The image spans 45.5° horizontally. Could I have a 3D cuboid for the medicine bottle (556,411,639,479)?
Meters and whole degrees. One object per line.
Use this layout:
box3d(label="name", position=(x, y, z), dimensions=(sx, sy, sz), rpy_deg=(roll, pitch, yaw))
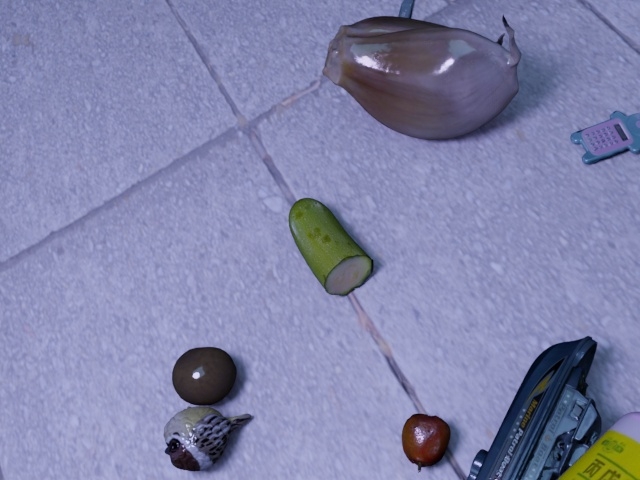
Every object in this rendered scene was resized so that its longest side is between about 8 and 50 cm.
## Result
box3d(label="medicine bottle", position=(0.395, 0.340, 0.918), dimensions=(0.379, 0.213, 0.213), rpy_deg=(-41, 59, -8))

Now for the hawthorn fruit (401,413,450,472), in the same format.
box3d(label="hawthorn fruit", position=(0.153, 0.288, 1.103), dimensions=(0.077, 0.077, 0.077), rpy_deg=(-7, 61, 13))

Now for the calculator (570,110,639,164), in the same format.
box3d(label="calculator", position=(0.498, -0.177, 1.281), dimensions=(0.141, 0.019, 0.094), rpy_deg=(-20, 56, 6))

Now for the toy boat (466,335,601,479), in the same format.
box3d(label="toy boat", position=(0.309, 0.257, 1.045), dimensions=(0.122, 0.114, 0.296), rpy_deg=(24, 72, 33))

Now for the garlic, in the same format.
box3d(label="garlic", position=(0.206, -0.318, 1.321), dimensions=(0.340, 0.246, 0.231), rpy_deg=(-2, 49, 33))

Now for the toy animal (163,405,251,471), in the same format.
box3d(label="toy animal", position=(-0.173, 0.308, 1.179), dimensions=(0.137, 0.098, 0.098), rpy_deg=(-2, 60, -9))

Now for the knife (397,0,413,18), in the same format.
box3d(label="knife", position=(0.175, -0.478, 1.543), dimensions=(0.028, 0.015, 0.210), rpy_deg=(8, 66, 13))

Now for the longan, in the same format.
box3d(label="longan", position=(-0.187, 0.215, 1.230), dimensions=(0.113, 0.092, 0.113), rpy_deg=(-22, 26, 11))

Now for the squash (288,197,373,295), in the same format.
box3d(label="squash", position=(0.000, 0.000, 1.296), dimensions=(0.095, 0.095, 0.188), rpy_deg=(-35, 55, -4))
